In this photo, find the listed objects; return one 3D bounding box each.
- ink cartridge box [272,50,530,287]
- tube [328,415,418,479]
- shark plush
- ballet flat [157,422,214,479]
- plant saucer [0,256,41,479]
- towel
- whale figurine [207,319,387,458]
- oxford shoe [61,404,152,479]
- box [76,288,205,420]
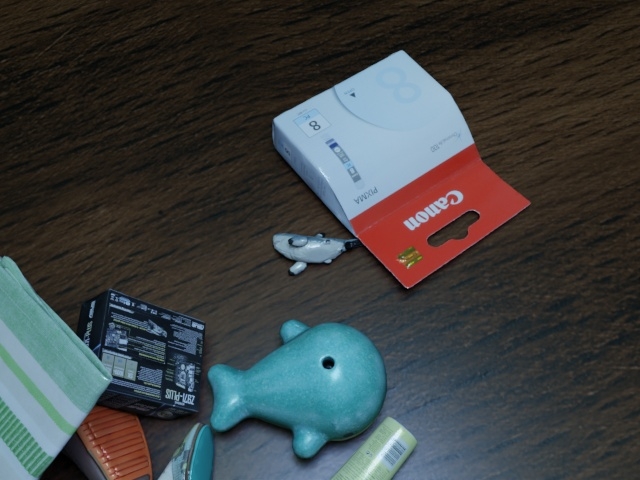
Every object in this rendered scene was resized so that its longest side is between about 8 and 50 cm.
[{"bbox_3d":[0.146,-0.143,1.246,0.308,0.091,0.385,-32,64,-21],"label":"ink cartridge box"},{"bbox_3d":[0.043,0.364,1.006,0.240,0.070,0.062,-47,114,-17],"label":"tube"},{"bbox_3d":[0.000,0.000,1.204,0.161,0.073,0.067,-14,32,-2],"label":"shark plush"},{"bbox_3d":[-0.195,0.375,0.995,0.079,0.077,0.221,-15,61,15],"label":"ballet flat"},{"bbox_3d":[-0.496,0.207,0.977,0.401,0.100,0.400,-3,83,22],"label":"plant saucer"},{"bbox_3d":[-0.421,0.215,0.873,0.248,0.038,0.324,40,99,21],"label":"towel"},{"bbox_3d":[-0.036,0.211,1.037,0.272,0.141,0.216,-6,62,-2],"label":"whale figurine"},{"bbox_3d":[-0.387,0.259,1.047,0.133,0.130,0.363,-45,70,9],"label":"oxford shoe"},{"bbox_3d":[-0.269,0.174,1.037,0.078,0.180,0.147,-24,54,36],"label":"box"}]
